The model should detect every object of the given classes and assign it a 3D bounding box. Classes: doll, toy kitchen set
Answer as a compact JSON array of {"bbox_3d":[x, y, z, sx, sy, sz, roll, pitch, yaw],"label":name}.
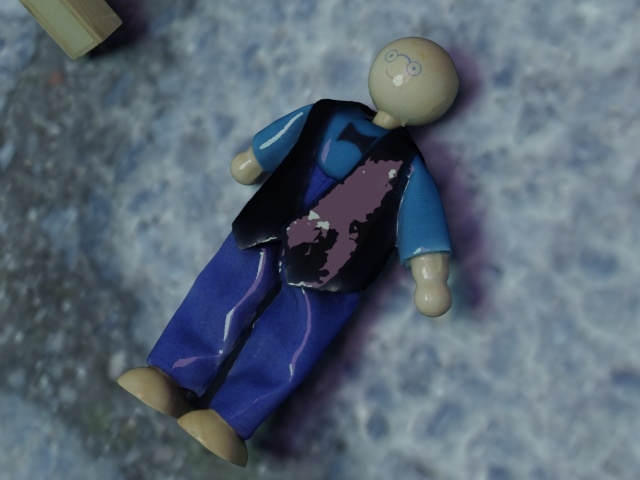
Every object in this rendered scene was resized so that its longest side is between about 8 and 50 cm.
[{"bbox_3d":[0.000,0.000,0.562,0.129,0.046,0.189,30,84,35],"label":"doll"},{"bbox_3d":[-0.118,-0.139,0.656,0.083,0.075,0.068,-50,18,-30],"label":"toy kitchen set"}]
